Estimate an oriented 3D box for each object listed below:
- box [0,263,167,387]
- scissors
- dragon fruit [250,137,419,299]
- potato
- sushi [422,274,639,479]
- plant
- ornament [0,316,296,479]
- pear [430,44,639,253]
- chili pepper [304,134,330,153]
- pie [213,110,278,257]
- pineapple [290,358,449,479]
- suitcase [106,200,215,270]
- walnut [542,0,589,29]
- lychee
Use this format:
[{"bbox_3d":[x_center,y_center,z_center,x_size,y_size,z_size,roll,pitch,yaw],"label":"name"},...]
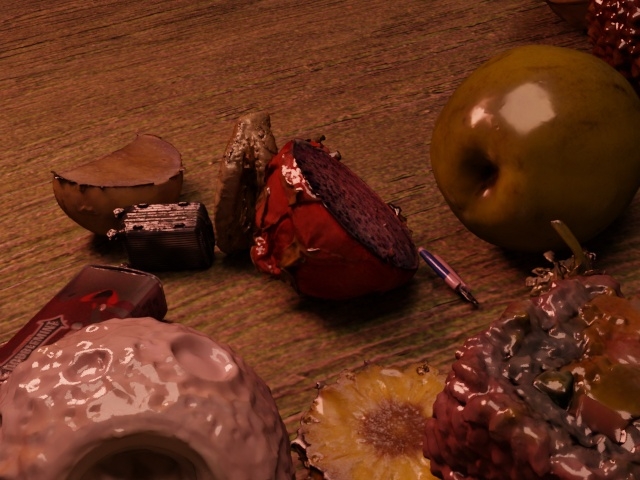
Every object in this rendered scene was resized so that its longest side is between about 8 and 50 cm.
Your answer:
[{"bbox_3d":[-0.277,0.118,1.113,0.120,0.069,0.224,9,36,23],"label":"box"},{"bbox_3d":[0.156,0.044,1.183,0.039,0.012,0.113,25,17,-39],"label":"scissors"},{"bbox_3d":[-0.002,-0.001,1.184,0.148,0.218,0.224,-46,17,17],"label":"dragon fruit"},{"bbox_3d":[-0.257,-0.069,1.382,0.138,0.098,0.243,14,25,19],"label":"potato"},{"bbox_3d":[0.218,0.153,0.846,0.236,0.171,0.270,32,43,29],"label":"sushi"},{"bbox_3d":[0.287,0.036,1.091,0.116,0.122,0.104,8,23,35],"label":"plant"},{"bbox_3d":[-0.152,0.190,0.806,0.259,0.259,0.225,-14,7,-11],"label":"ornament"},{"bbox_3d":[0.277,-0.115,1.217,0.307,0.253,0.253,-23,35,-37],"label":"pear"},{"bbox_3d":[-0.027,-0.079,1.375,0.063,0.071,0.272,-2,34,15],"label":"chili pepper"},{"bbox_3d":[-0.093,-0.076,1.276,0.079,0.193,0.163,6,38,-5],"label":"pie"},{"bbox_3d":[0.077,0.190,0.954,0.221,0.047,0.221,-3,35,2],"label":"pineapple"},{"bbox_3d":[-0.200,-0.003,1.275,0.126,0.086,0.059,-2,47,8],"label":"suitcase"},{"bbox_3d":[0.522,-0.560,1.769,0.383,0.384,0.383,-5,32,3],"label":"walnut"},{"bbox_3d":[0.535,-0.337,1.471,0.306,0.306,0.330,22,39,38],"label":"lychee"}]
